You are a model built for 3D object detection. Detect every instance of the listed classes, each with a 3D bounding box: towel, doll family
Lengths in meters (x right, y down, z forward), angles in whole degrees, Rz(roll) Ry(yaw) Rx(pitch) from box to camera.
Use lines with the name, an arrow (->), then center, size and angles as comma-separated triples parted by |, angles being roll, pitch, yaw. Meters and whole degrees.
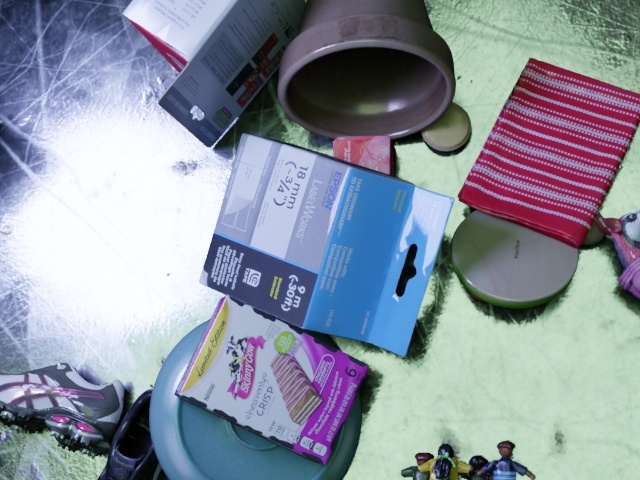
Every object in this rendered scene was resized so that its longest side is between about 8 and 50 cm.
towel -> 0.343, -0.134, 1.893 | 0.199, 0.031, 0.274 | 22, 70, 17
doll family -> 0.212, 0.344, 1.861 | 0.193, 0.076, 0.111 | 2, 77, 5

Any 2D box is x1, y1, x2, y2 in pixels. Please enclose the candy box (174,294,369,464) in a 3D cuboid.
candy box -> -0.069, 0.199, 1.831 | 0.233, 0.071, 0.159 | 26, 78, -8

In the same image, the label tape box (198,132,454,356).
label tape box -> 0.000, 0.000, 1.843 | 0.334, 0.106, 0.240 | 20, 96, 39

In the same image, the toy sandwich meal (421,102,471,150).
toy sandwich meal -> 0.189, -0.174, 1.968 | 0.086, 0.029, 0.085 | -1, 82, 4

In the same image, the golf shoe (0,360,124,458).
golf shoe -> -0.434, 0.240, 1.979 | 0.273, 0.105, 0.120 | 18, 66, 7

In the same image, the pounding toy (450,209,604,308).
pounding toy -> 0.295, 0.029, 1.894 | 0.183, 0.110, 0.237 | 31, 58, 22

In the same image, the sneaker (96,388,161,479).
sneaker -> -0.294, 0.349, 1.912 | 0.107, 0.124, 0.283 | 19, 85, 12

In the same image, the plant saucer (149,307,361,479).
plant saucer -> -0.089, 0.255, 1.878 | 0.318, 0.044, 0.317 | 2, 82, -13

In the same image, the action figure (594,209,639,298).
action figure -> 0.542, 0.079, 1.819 | 0.370, 0.248, 0.275 | 32, 121, 17

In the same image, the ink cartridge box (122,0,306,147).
ink cartridge box -> -0.161, -0.305, 1.901 | 0.130, 0.309, 0.272 | 37, 88, 13

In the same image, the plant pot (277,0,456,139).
plant pot -> 0.065, -0.309, 1.913 | 0.263, 0.263, 0.229 | -5, 63, 8

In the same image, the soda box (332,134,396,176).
soda box -> 0.066, -0.023, 1.935 | 0.092, 0.083, 0.263 | -1, 81, 9
